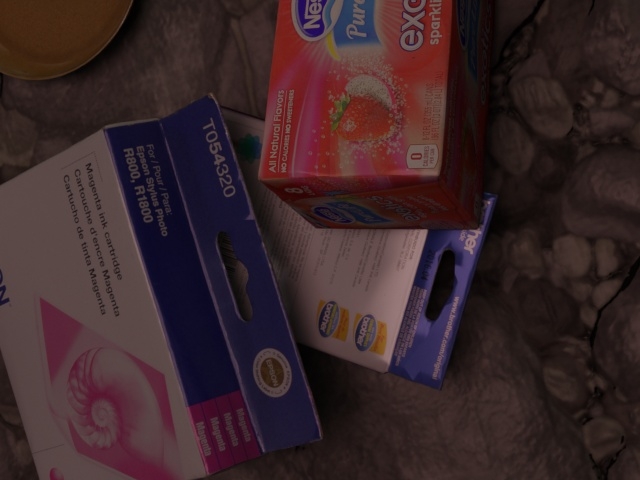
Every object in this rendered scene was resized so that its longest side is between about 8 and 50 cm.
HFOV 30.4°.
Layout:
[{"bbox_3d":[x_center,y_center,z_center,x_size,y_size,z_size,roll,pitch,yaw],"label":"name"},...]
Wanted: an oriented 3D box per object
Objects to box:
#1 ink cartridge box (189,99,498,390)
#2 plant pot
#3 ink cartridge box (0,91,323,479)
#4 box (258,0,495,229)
[{"bbox_3d":[0.000,0.000,1.076,0.311,0.065,0.186,19,97,24],"label":"ink cartridge box"},{"bbox_3d":[-0.279,-0.281,1.207,0.236,0.032,0.236,0,91,22],"label":"plant pot"},{"bbox_3d":[-0.182,0.069,1.092,0.330,0.071,0.324,-22,83,39],"label":"ink cartridge box"},{"bbox_3d":[0.054,-0.169,0.973,0.154,0.142,0.300,1,74,21],"label":"box"}]
